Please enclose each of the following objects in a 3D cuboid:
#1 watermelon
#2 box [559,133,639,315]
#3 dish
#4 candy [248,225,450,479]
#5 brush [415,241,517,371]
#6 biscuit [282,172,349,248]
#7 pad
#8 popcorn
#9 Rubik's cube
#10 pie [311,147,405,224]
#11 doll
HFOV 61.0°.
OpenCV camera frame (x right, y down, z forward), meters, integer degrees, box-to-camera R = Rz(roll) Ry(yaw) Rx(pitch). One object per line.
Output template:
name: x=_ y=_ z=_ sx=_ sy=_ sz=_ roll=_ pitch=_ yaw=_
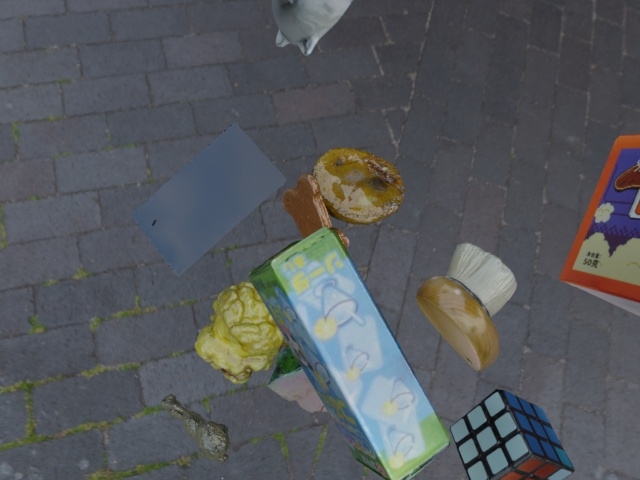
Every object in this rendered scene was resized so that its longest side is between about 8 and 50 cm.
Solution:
watermelon: x=0.041 y=0.328 z=1.547 sx=0.319 sy=0.292 sz=0.222 roll=-28 pitch=39 yaw=11
box: x=0.595 y=0.022 z=0.723 sx=0.318 sy=0.348 sz=0.257 roll=23 pitch=90 yaw=-19
dish: x=-0.019 y=-0.444 z=0.926 sx=0.086 sy=0.236 sz=0.228 roll=22 pitch=16 yaw=-39
candy: x=0.019 y=0.091 z=0.444 sx=0.062 sy=0.097 sz=0.195 roll=-31 pitch=92 yaw=-20
brush: x=0.337 y=0.152 z=1.174 sx=0.166 sy=0.174 sz=0.267 roll=-41 pitch=118 yaw=-12
biscuit: x=0.003 y=-0.001 z=1.378 sx=0.049 sy=0.205 sz=0.324 roll=-21 pitch=85 yaw=-30
pad: x=-0.205 y=-0.077 z=0.987 sx=0.265 sy=0.009 sz=0.160 roll=-41 pitch=75 yaw=1
popcorn: x=-0.172 y=0.193 z=1.173 sx=0.203 sy=0.226 sz=0.201 roll=-25 pitch=95 yaw=-13
Rubik's cube: x=0.401 y=0.439 z=1.149 sx=0.160 sy=0.163 sz=0.162 roll=29 pitch=25 yaw=-28
pie: x=0.102 y=-0.147 z=1.432 sx=0.273 sy=0.069 sz=0.274 roll=2 pitch=54 yaw=-3
doll: x=-0.339 y=0.509 z=1.485 sx=0.091 sy=0.286 sz=0.203 roll=-31 pitch=93 yaw=-33
